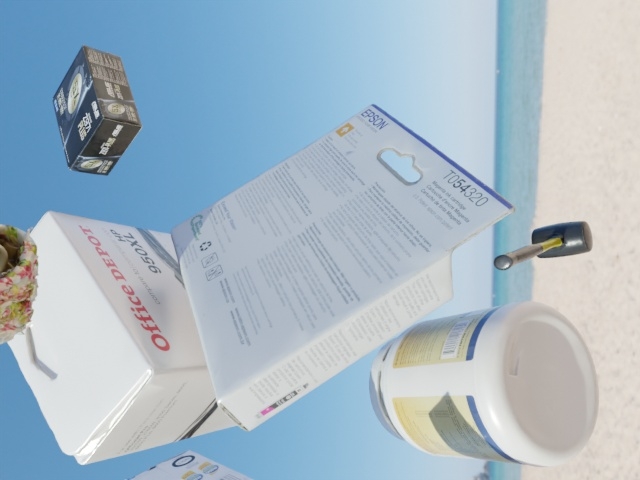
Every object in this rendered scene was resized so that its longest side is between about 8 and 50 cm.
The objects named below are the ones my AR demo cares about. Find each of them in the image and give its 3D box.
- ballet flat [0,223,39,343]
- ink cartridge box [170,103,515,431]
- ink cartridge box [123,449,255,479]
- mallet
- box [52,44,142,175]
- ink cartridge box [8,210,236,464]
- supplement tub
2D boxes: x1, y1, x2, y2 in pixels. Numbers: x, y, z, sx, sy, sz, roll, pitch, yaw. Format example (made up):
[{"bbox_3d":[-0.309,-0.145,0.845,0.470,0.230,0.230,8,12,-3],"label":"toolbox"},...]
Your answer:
[{"bbox_3d":[-0.215,0.020,0.249,0.077,0.091,0.241,-65,-6,6],"label":"ballet flat"},{"bbox_3d":[0.000,0.000,0.659,0.071,0.330,0.324,60,178,-37],"label":"ink cartridge box"},{"bbox_3d":[-0.221,0.506,0.972,0.270,0.395,0.151,1,-79,-62],"label":"ink cartridge box"},{"bbox_3d":[0.222,0.010,0.604,0.189,0.062,0.039,-11,-91,-42],"label":"mallet"},{"bbox_3d":[-0.415,-0.236,1.051,0.077,0.147,0.180,5,-126,-47],"label":"box"},{"bbox_3d":[-0.221,0.131,0.849,0.166,0.285,0.395,-50,-26,13],"label":"ink cartridge box"},{"bbox_3d":[0.241,0.230,0.911,0.316,0.228,0.228,-27,51,58],"label":"supplement tub"}]
